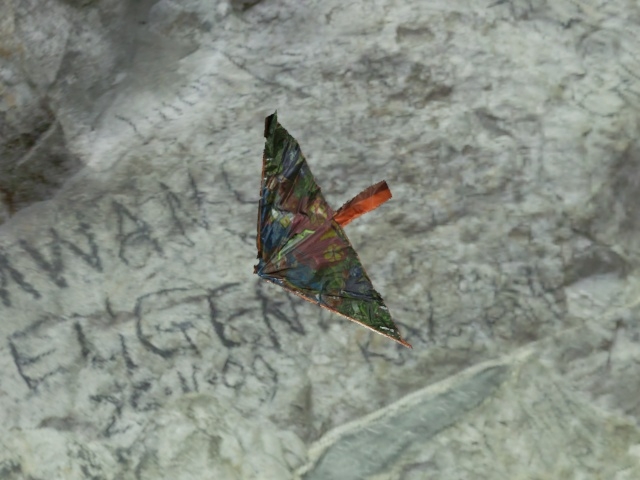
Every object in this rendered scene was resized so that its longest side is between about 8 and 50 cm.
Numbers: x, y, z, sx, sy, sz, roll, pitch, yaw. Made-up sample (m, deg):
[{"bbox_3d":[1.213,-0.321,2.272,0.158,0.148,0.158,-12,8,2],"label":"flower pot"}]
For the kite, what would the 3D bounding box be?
[{"bbox_3d":[0.000,0.000,0.767,0.009,0.189,0.232,-20,-100,-45],"label":"kite"}]
